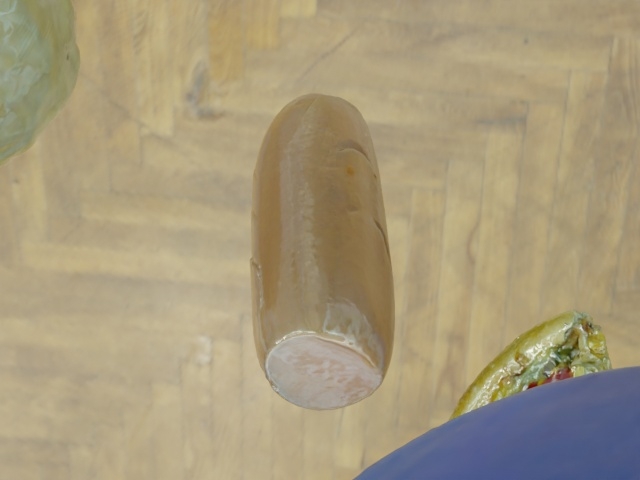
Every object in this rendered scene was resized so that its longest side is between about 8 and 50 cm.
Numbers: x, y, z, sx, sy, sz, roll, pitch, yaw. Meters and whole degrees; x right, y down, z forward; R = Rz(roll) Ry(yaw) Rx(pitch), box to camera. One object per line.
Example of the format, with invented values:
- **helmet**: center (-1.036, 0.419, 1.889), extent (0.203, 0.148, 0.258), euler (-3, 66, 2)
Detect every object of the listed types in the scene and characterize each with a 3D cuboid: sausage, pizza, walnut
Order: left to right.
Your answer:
- **walnut**: center (-0.424, -0.247, 1.416), extent (0.381, 0.381, 0.381), euler (4, 123, 7)
- **sausage**: center (0.000, -0.001, 1.188), extent (0.121, 0.304, 0.121), euler (-1, 136, -1)
- **pizza**: center (0.180, 0.166, 1.029), extent (0.199, 0.062, 0.188), euler (49, 118, 29)

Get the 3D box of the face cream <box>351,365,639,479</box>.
- **face cream**: center (0.108, 0.197, 0.425), extent (0.249, 0.249, 0.225), euler (-19, 116, 20)
